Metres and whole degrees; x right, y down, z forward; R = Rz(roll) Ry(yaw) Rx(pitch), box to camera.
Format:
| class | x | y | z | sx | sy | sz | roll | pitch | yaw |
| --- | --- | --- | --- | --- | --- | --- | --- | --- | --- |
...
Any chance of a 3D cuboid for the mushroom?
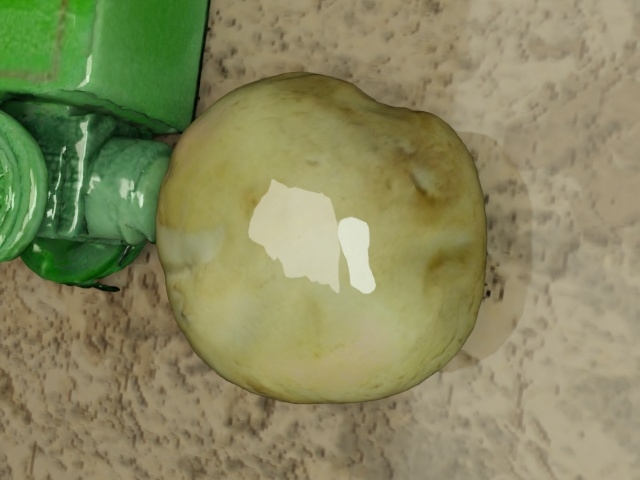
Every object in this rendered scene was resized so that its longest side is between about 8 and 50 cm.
| class | x | y | z | sx | sy | sz | roll | pitch | yaw |
| --- | --- | --- | --- | --- | --- | --- | --- | --- | --- |
| mushroom | 0.000 | 0.000 | 0.448 | 0.148 | 0.112 | 0.148 | 1 | 92 | 21 |

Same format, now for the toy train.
| class | x | y | z | sx | sy | sz | roll | pitch | yaw |
| --- | --- | --- | --- | --- | --- | --- | --- | --- | --- |
| toy train | -0.174 | -0.073 | 0.516 | 0.243 | 0.132 | 0.188 | 5 | 87 | 20 |
